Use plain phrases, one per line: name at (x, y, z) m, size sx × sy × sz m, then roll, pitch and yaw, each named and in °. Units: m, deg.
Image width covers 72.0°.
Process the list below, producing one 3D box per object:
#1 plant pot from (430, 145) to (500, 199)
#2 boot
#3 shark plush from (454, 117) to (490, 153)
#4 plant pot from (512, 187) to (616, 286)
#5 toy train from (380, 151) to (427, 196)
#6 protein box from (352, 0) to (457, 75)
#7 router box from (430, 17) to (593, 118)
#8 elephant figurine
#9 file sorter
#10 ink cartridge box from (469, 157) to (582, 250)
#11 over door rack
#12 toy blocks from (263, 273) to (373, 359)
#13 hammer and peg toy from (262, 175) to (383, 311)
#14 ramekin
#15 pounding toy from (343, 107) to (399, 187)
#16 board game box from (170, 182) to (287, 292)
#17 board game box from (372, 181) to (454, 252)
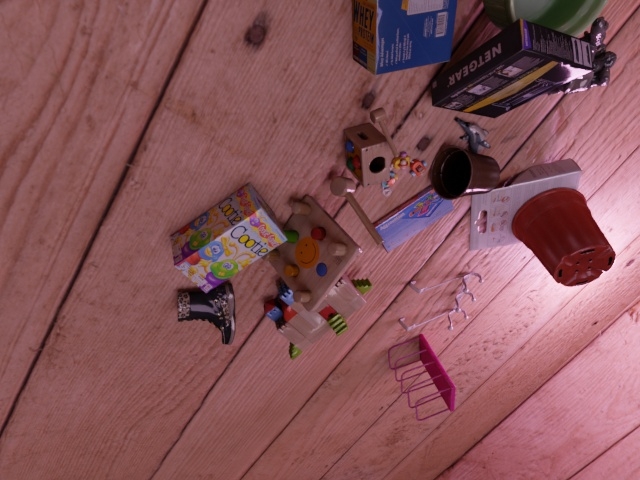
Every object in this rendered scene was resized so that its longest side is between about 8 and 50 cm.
plant pot at (0.468, -0.210, 1.397) m, size 0.165 × 0.167 × 0.166 m, roll -2°, pitch 127°, yaw -32°
boot at (-0.368, 0.247, 1.426) m, size 0.179 × 0.085 × 0.236 m, roll -4°, pitch 121°, yaw -19°
shark plush at (0.469, -0.324, 1.374) m, size 0.161 × 0.073 × 0.067 m, roll 20°, pitch 147°, yaw -41°
plant pot at (0.865, 0.001, 1.551) m, size 0.273 × 0.264 × 0.272 m, roll -3°, pitch 132°, yaw -4°
toy train at (0.257, -0.203, 1.376) m, size 0.166 × 0.046 × 0.125 m, roll -38°, pitch 132°, yaw 7°
protein box at (0.192, -0.521, 1.031) m, size 0.201 × 0.136 × 0.199 m, roll -16°, pitch 131°, yaw -13°
router box at (0.481, -0.427, 1.147) m, size 0.243 × 0.309 × 0.080 m, roll 2°, pitch 81°, yaw -26°
elephant figurine at (0.716, -0.508, 1.245) m, size 0.240 × 0.170 × 0.185 m, roll -9°, pitch 116°, yaw -44°
file sorter at (0.439, 0.609, 1.947) m, size 0.183 × 0.290 × 0.202 m, roll -19°, pitch 132°, yaw -7°
ink cartridge box at (0.749, -0.123, 1.665) m, size 0.386 × 0.091 × 0.308 m, roll -11°, pitch 133°, yaw 5°
over door rack at (0.508, 0.266, 1.825) m, size 0.325 × 0.108 × 0.239 m, roll -7°, pitch 128°, yaw -19°
toy blocks at (-0.040, 0.199, 1.498) m, size 0.381 × 0.190 × 0.261 m, roll -39°, pitch 120°, yaw 8°
hammer and peg toy at (0.000, 0.000, 1.276) m, size 0.127 × 0.266 × 0.361 m, roll 6°, pitch 126°, yaw -51°
ramekin at (0.550, -0.644, 1.075) m, size 0.304 × 0.148 × 0.303 m, roll -10°, pitch 126°, yaw -14°
pounding toy at (0.129, -0.251, 1.187) m, size 0.094 × 0.181 × 0.205 m, roll -18°, pitch 131°, yaw -10°
board game box at (-0.258, -0.007, 1.231) m, size 0.275 × 0.144 × 0.142 m, roll -33°, pitch 132°, yaw 3°
board game box at (0.320, -0.081, 1.515) m, size 0.281 × 0.027 × 0.145 m, roll -33°, pitch 134°, yaw 3°
